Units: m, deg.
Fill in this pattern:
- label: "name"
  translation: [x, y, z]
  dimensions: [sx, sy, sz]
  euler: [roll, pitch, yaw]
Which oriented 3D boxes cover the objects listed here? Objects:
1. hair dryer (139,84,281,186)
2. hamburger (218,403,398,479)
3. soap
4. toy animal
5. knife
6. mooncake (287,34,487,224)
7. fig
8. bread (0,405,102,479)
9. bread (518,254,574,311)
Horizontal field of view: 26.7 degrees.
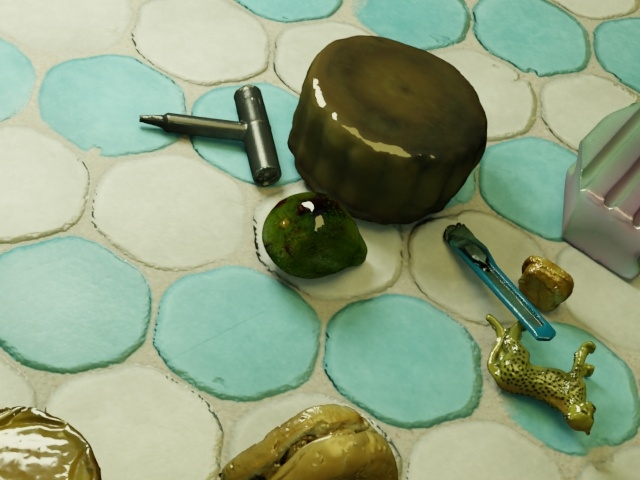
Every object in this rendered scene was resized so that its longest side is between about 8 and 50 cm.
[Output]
- label: "hair dryer"
  translation: [-0.165, -0.153, 1.993]
  dimensions: [0.195, 0.050, 0.173]
  euler: [-4, 50, -16]
- label: "hamburger"
  translation: [-0.008, 0.275, 1.542]
  dimensions: [0.213, 0.214, 0.108]
  euler: [-12, 50, -27]
- label: "soap"
  translation: [0.495, -0.100, 2.116]
  dimensions: [0.193, 0.109, 0.324]
  euler: [35, 49, 14]
- label: "toy animal"
  translation: [0.291, 0.180, 1.821]
  dimensions: [0.181, 0.073, 0.136]
  euler: [23, 47, 5]
- label: "knife"
  translation: [0.249, 0.053, 1.903]
  dimensions: [0.044, 0.026, 0.296]
  euler: [-9, 35, -22]
- label: "mooncake"
  translation: [0.099, -0.159, 2.002]
  dimensions: [0.290, 0.161, 0.290]
  euler: [11, 45, -11]
- label: "fig"
  translation: [0.000, 0.000, 1.878]
  dimensions: [0.156, 0.123, 0.123]
  euler: [32, 30, -47]
- label: "bread"
  translation: [-0.360, 0.301, 1.447]
  dimensions: [0.253, 0.142, 0.227]
  euler: [-12, 55, -24]
- label: "bread"
  translation: [0.322, 0.062, 1.935]
  dimensions: [0.083, 0.081, 0.046]
  euler: [13, 46, 40]
